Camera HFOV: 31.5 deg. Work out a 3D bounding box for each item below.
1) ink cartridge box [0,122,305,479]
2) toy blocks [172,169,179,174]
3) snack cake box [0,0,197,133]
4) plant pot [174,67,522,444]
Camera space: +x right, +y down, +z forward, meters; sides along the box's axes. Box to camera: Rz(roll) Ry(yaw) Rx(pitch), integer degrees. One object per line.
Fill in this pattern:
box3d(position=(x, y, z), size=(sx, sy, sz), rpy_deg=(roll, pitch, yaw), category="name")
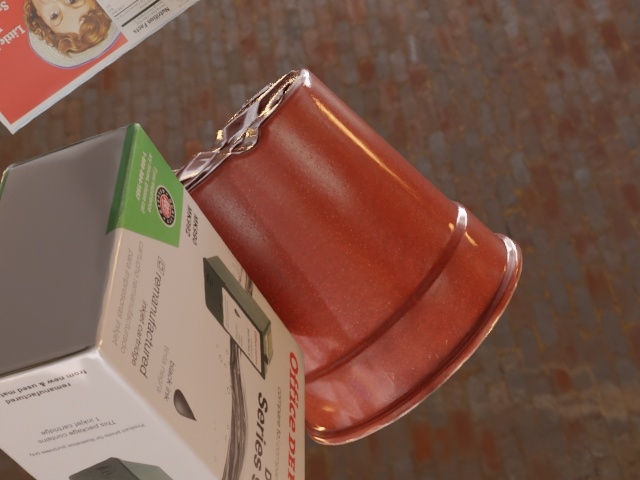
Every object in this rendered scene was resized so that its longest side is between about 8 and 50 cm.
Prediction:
box3d(position=(-0.121, 0.094, 0.830), size=(0.121, 0.289, 0.211), rpy_deg=(-17, -136, 17), category="ink cartridge box")
box3d(position=(-0.197, -0.036, 1.272), size=(0.123, 0.054, 0.148), rpy_deg=(-24, 179, 39), category="toy blocks")
box3d(position=(-0.239, -0.243, 1.093), size=(0.264, 0.152, 0.089), rpy_deg=(-31, -157, 15), category="snack cake box")
box3d(position=(0.000, 0.000, 1.062), size=(0.272, 0.265, 0.272), rpy_deg=(-40, -165, 13), category="plant pot")
